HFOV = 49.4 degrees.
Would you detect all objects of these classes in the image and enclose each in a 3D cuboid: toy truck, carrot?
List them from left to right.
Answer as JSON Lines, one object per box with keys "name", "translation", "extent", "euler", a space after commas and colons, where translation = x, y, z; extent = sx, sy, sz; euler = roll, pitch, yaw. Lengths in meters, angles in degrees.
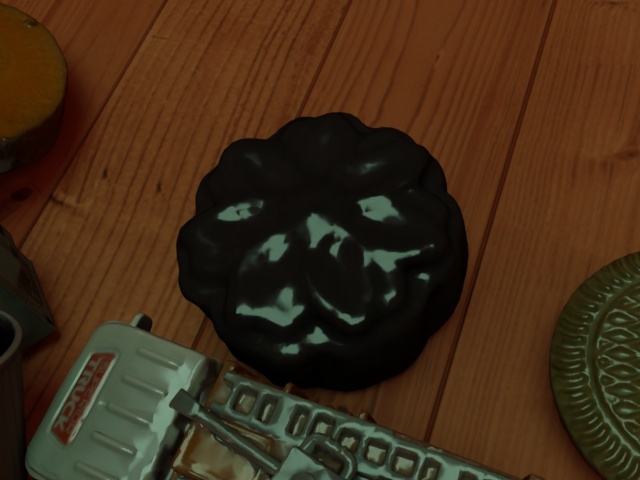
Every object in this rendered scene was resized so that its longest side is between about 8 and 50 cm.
{"name": "carrot", "translation": [-0.429, -0.183, 0.800], "extent": [0.259, 0.100, 0.307], "euler": [-22, 53, -35]}
{"name": "toy truck", "translation": [-0.034, 0.191, 0.540], "extent": [0.388, 0.207, 0.173], "euler": [17, 66, 17]}

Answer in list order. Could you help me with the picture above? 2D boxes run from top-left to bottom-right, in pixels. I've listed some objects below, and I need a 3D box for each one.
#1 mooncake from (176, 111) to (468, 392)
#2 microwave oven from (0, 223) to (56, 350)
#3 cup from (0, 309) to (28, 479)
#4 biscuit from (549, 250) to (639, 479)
{"name": "mooncake", "translation": [0.000, 0.000, 0.674], "extent": [0.283, 0.141, 0.282], "euler": [-3, 60, 6]}
{"name": "microwave oven", "translation": [-0.381, 0.033, 0.668], "extent": [0.162, 0.208, 0.122], "euler": [-32, 54, -8]}
{"name": "cup", "translation": [-0.310, 0.202, 0.495], "extent": [0.208, 0.273, 0.288], "euler": [-7, 17, -36]}
{"name": "biscuit", "translation": [0.327, 0.118, 0.595], "extent": [0.259, 0.079, 0.259], "euler": [-4, 62, 8]}
